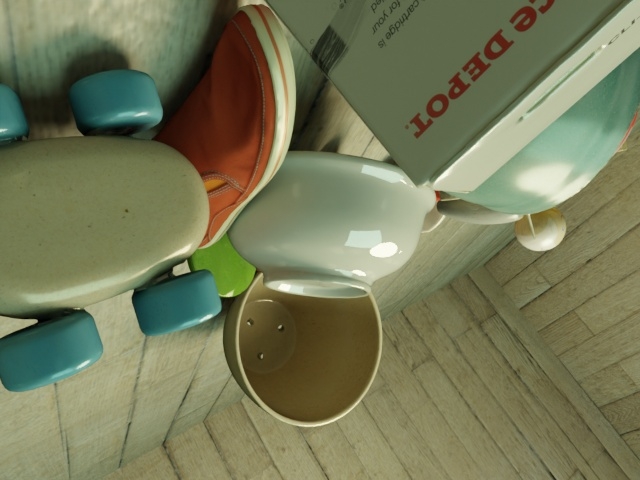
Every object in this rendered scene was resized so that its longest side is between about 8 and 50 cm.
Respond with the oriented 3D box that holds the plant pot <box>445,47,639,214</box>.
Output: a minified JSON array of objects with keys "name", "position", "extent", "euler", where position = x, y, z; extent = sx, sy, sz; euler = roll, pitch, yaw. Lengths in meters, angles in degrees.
[{"name":"plant pot","position":[0.170,-0.187,0.593],"extent":[0.196,0.293,0.293],"euler":[7,143,-23]}]

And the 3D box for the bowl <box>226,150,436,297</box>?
[{"name":"bowl","position":[0.000,0.000,0.685],"extent":[0.297,0.134,0.298],"euler":[5,166,1]}]

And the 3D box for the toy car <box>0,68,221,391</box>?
[{"name":"toy car","position":[-0.239,-0.006,0.484],"extent":[0.210,0.220,0.237],"euler":[-20,-175,-37]}]

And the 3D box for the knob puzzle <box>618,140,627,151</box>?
[{"name":"knob puzzle","position":[0.572,-0.268,1.176],"extent":[0.213,0.213,0.030],"euler":[-42,160,21]}]

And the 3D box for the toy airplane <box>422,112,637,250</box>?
[{"name":"toy airplane","position":[0.331,-0.096,0.945],"extent":[0.385,0.273,0.384],"euler":[-24,174,-14]}]

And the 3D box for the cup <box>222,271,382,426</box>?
[{"name":"cup","position":[-0.072,0.198,1.084],"extent":[0.330,0.332,0.236],"euler":[-22,-176,-33]}]

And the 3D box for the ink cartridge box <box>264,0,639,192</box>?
[{"name":"ink cartridge box","position":[0.078,-0.195,0.357],"extent":[0.197,0.273,0.114],"euler":[-44,159,27]}]

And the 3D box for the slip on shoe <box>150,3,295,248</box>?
[{"name":"slip on shoe","position":[-0.120,-0.090,0.536],"extent":[0.101,0.123,0.331],"euler":[-14,157,-39]}]

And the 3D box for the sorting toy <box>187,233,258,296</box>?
[{"name":"sorting toy","position":[-0.168,0.027,0.805],"extent":[0.126,0.127,0.365],"euler":[-11,175,37]}]
